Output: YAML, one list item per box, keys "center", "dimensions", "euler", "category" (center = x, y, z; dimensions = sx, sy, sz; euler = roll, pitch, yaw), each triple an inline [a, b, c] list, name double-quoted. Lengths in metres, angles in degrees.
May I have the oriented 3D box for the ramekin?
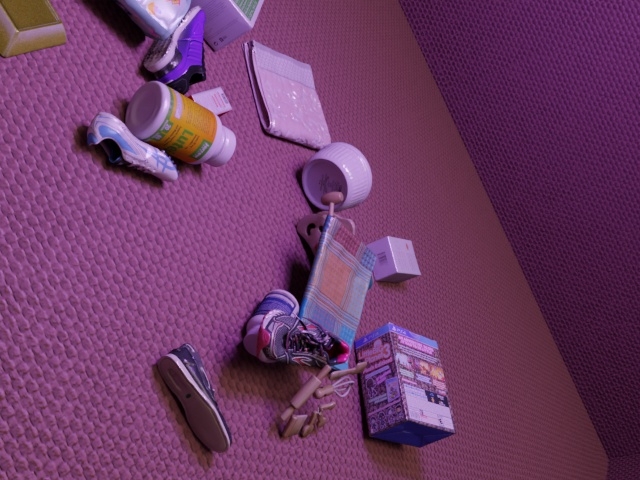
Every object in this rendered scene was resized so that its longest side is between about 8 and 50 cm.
- center: [0.040, -0.183, 2.064]
  dimensions: [0.109, 0.207, 0.207]
  euler: [-32, 98, -50]
  category: "ramekin"

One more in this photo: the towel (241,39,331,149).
- center: [-0.096, -0.451, 2.171]
  dimensions: [0.331, 0.053, 0.317]
  euler: [7, 65, -55]
  category: "towel"

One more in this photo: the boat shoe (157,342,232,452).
- center: [-0.238, 0.319, 1.397]
  dimensions: [0.233, 0.084, 0.079]
  euler: [61, 31, -3]
  category: "boat shoe"

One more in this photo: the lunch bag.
- center: [-0.431, -0.618, 1.655]
  dimensions: [0.223, 0.160, 0.262]
  euler: [44, 32, -35]
  category: "lunch bag"

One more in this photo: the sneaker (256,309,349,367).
- center: [-0.040, 0.229, 1.577]
  dimensions: [0.299, 0.112, 0.121]
  euler: [18, 81, -56]
  category: "sneaker"

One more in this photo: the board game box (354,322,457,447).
- center: [0.241, 0.418, 1.976]
  dimensions: [0.232, 0.141, 0.291]
  euler: [26, 44, -39]
  category: "board game box"

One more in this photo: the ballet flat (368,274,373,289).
- center: [0.088, 0.063, 2.105]
  dimensions: [0.221, 0.077, 0.079]
  euler: [45, 17, -31]
  category: "ballet flat"

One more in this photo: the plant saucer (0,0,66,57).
- center: [-0.611, -0.476, 1.384]
  dimensions: [0.188, 0.045, 0.188]
  euler: [60, 31, -12]
  category: "plant saucer"

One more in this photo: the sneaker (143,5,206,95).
- center: [-0.344, -0.475, 1.762]
  dimensions: [0.146, 0.102, 0.293]
  euler: [50, 39, -33]
  category: "sneaker"

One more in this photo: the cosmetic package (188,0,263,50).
- center: [-0.336, -0.732, 1.883]
  dimensions: [0.365, 0.155, 0.197]
  euler: [46, 37, -33]
  category: "cosmetic package"

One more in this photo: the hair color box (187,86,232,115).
- center: [-0.296, -0.352, 1.797]
  dimensions: [0.072, 0.043, 0.141]
  euler: [63, 32, -7]
  category: "hair color box"

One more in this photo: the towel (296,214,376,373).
- center: [0.044, 0.153, 1.840]
  dimensions: [0.271, 0.040, 0.370]
  euler: [40, 60, -50]
  category: "towel"

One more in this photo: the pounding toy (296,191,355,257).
- center: [0.000, 0.000, 1.944]
  dimensions: [0.155, 0.154, 0.270]
  euler: [-16, 103, -58]
  category: "pounding toy"

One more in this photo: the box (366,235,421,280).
- center: [0.248, 0.067, 2.322]
  dimensions: [0.170, 0.091, 0.130]
  euler: [11, 61, -55]
  category: "box"

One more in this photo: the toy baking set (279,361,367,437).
- center: [0.003, 0.370, 1.649]
  dimensions: [0.030, 0.256, 0.197]
  euler: [37, -5, 32]
  category: "toy baking set"

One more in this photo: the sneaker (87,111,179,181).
- center: [-0.406, -0.184, 1.490]
  dimensions: [0.237, 0.085, 0.086]
  euler: [37, 67, -45]
  category: "sneaker"

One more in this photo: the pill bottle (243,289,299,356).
- center: [-0.121, 0.200, 1.650]
  dimensions: [0.094, 0.094, 0.169]
  euler: [57, 32, -17]
  category: "pill bottle"

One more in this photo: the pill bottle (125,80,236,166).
- center: [-0.318, -0.260, 1.608]
  dimensions: [0.245, 0.136, 0.136]
  euler: [24, 51, -49]
  category: "pill bottle"
